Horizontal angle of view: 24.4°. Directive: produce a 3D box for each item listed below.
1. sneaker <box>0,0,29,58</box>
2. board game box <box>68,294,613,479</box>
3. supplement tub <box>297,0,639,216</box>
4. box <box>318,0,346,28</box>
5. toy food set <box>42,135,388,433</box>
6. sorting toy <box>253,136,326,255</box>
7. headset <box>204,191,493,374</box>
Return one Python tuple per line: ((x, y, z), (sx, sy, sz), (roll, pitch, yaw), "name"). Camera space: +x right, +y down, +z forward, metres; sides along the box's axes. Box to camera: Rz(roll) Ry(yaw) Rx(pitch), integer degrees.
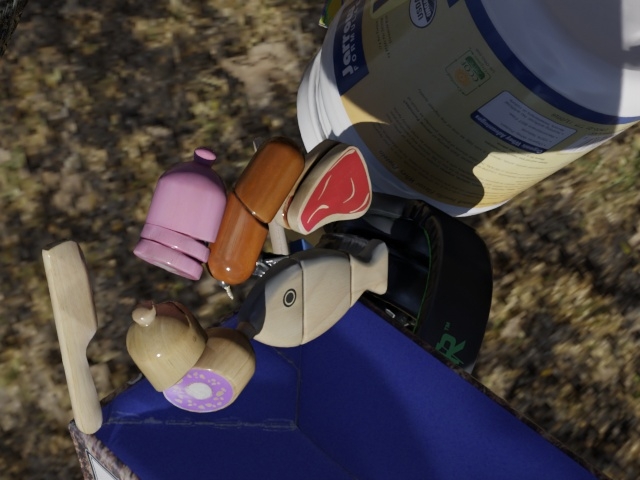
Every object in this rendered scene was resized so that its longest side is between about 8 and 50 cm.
((-0.333, -0.252, 1.385), (0.130, 0.286, 0.109), (18, 109, -11), "sneaker")
((0.029, 0.198, 0.686), (0.232, 0.141, 0.291), (37, 148, 33), "board game box")
((0.140, -0.155, 1.239), (0.316, 0.228, 0.228), (-34, 84, 52), "supplement tub")
((0.182, -0.314, 1.576), (0.290, 0.177, 0.279), (31, 107, 51), "box")
((-0.020, 0.006, 0.414), (0.019, 0.122, 0.078), (16, 123, 40), "toy food set")
((0.000, 0.000, 1.548), (0.038, 0.208, 0.193), (-17, 73, 20), "sorting toy")
((0.001, 0.061, 1.176), (0.185, 0.394, 0.243), (28, 95, -16), "headset")
